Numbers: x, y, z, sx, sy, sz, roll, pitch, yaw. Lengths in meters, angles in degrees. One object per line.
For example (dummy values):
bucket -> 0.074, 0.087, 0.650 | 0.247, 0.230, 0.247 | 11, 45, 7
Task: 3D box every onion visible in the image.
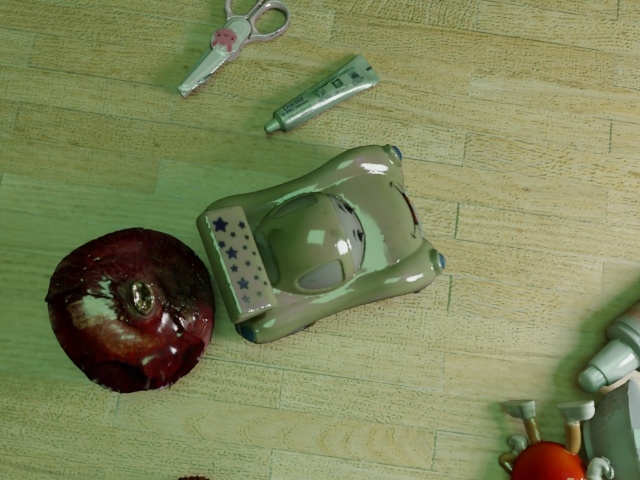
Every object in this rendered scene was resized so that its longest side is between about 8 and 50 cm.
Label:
onion -> -0.274, 0.096, 1.205 | 0.252, 0.219, 0.252 | 2, 80, -12

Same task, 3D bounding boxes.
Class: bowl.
bowl -> 0.451, 0.308, 1.246 | 0.086, 0.189, 0.189 | -15, 77, 28

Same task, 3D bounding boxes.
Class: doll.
doll -> 0.351, 0.347, 1.230 | 0.085, 0.183, 0.217 | 5, 80, -42

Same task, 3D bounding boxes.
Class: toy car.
toy car -> 0.000, 0.000, 1.237 | 0.336, 0.226, 0.242 | -20, 79, -6

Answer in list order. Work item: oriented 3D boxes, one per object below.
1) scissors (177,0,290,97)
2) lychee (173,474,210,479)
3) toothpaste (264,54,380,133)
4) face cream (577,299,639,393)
scissors -> -0.160, -0.336, 1.399 | 0.118, 0.030, 0.242 | 38, 76, 6
lychee -> -0.192, 0.407, 1.192 | 0.123, 0.129, 0.123 | 6, 109, 19
toothpaste -> -0.002, -0.239, 1.387 | 0.218, 0.041, 0.064 | -33, 76, -13
face cream -> 0.509, 0.154, 1.297 | 0.251, 0.101, 0.101 | -35, 82, -10
